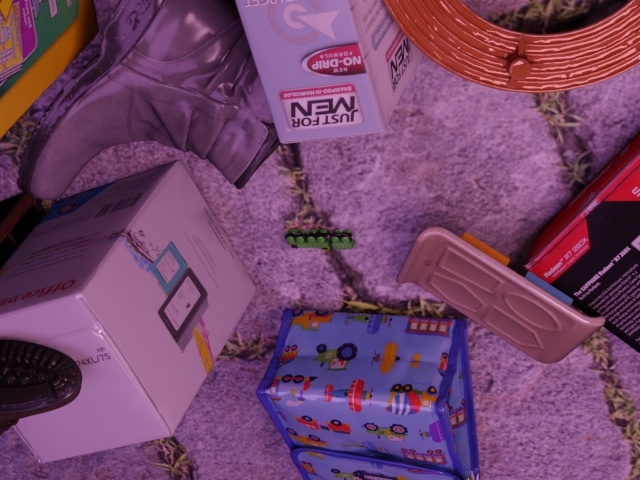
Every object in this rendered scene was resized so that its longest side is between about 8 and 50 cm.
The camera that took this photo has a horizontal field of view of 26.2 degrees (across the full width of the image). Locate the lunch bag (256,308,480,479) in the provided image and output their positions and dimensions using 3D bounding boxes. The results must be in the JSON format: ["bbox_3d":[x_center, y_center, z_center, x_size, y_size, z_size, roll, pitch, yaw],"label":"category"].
[{"bbox_3d":[0.073,0.229,1.648,0.221,0.138,0.293,3,136,18],"label":"lunch bag"}]

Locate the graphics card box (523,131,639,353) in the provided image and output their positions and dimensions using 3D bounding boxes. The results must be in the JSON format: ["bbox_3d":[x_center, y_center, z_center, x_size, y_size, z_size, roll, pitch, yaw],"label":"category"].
[{"bbox_3d":[0.424,0.047,1.386,0.371,0.094,0.233,36,129,-4],"label":"graphics card box"}]

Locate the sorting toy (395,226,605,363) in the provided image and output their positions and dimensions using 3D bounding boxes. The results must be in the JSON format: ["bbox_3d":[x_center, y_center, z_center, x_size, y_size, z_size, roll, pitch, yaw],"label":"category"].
[{"bbox_3d":[0.189,0.056,1.465,0.208,0.038,0.193,28,163,4],"label":"sorting toy"}]

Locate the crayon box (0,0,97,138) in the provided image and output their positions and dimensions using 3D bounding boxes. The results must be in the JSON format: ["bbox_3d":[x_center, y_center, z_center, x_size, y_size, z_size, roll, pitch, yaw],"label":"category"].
[{"bbox_3d":[-0.342,-0.297,1.300,0.106,0.313,0.363,5,124,14],"label":"crayon box"}]

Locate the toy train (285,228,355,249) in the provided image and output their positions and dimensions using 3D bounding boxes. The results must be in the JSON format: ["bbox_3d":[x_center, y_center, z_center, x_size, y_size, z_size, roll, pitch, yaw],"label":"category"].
[{"bbox_3d":[0.000,0.000,1.566,0.083,0.017,0.024,0,134,21],"label":"toy train"}]

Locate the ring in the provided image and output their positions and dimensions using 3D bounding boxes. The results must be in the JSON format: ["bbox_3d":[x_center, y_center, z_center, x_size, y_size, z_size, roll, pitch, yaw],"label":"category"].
[{"bbox_3d":[0.207,-0.280,1.209,0.336,0.032,0.337,-1,119,-2],"label":"ring"}]

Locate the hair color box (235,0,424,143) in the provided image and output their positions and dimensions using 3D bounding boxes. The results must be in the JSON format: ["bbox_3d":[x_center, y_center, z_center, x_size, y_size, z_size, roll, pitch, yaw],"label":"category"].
[{"bbox_3d":[-0.013,-0.298,1.254,0.113,0.185,0.374,-4,121,23],"label":"hair color box"}]

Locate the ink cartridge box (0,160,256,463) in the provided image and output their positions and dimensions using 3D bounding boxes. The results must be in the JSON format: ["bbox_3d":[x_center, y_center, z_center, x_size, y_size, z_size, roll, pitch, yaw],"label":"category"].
[{"bbox_3d":[-0.238,0.079,1.550,0.198,0.270,0.197,-16,116,30],"label":"ink cartridge box"}]

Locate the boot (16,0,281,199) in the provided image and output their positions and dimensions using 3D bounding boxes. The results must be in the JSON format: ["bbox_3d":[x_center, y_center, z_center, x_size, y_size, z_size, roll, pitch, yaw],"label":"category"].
[{"bbox_3d":[-0.166,-0.118,1.466,0.222,0.118,0.338,36,122,-7],"label":"boot"}]

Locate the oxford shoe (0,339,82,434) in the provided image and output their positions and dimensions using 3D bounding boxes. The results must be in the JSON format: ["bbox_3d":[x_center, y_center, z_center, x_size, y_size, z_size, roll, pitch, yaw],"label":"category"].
[{"bbox_3d":[-0.338,0.160,1.436,0.227,0.083,0.096,-7,146,23],"label":"oxford shoe"}]

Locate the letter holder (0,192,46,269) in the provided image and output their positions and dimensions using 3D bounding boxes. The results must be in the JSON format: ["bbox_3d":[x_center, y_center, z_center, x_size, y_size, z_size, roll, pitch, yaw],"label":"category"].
[{"bbox_3d":[-0.444,0.103,1.726,0.302,0.152,0.214,-19,117,31],"label":"letter holder"}]
